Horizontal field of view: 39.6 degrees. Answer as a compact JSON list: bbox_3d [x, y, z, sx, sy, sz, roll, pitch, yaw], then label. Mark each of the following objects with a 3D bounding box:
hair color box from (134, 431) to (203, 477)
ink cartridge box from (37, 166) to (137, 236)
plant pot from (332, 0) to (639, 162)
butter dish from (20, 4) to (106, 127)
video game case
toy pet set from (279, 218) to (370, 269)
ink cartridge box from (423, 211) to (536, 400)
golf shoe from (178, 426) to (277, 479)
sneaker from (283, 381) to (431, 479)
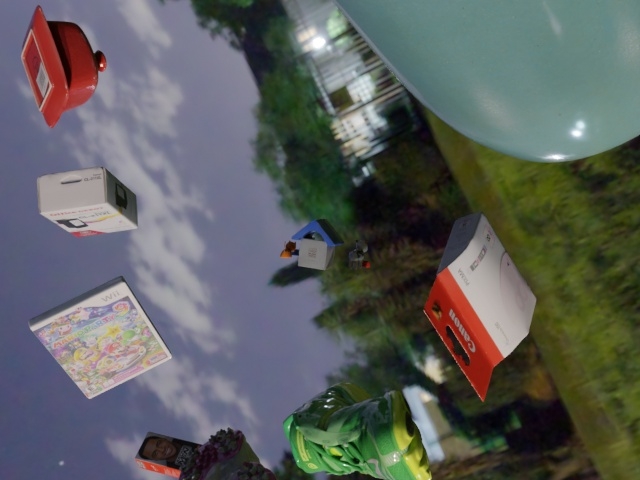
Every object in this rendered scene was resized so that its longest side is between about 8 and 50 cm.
[{"bbox_3d":[-0.319,0.466,1.913,0.043,0.141,0.072,77,-152,-47],"label":"hair color box"},{"bbox_3d":[-0.426,-0.068,1.637,0.175,0.127,0.072,61,-159,-75],"label":"ink cartridge box"},{"bbox_3d":[0.169,-0.204,0.691,0.235,0.293,0.293,51,-163,-33],"label":"plant pot"},{"bbox_3d":[-0.406,-0.284,1.443,0.160,0.118,0.160,-31,76,58],"label":"butter dish"},{"bbox_3d":[-0.192,0.089,0.791,0.011,0.087,0.122,58,172,41],"label":"video game case"},{"bbox_3d":[0.000,0.000,1.216,0.114,0.122,0.065,-10,-73,-69],"label":"toy pet set"},{"bbox_3d":[0.247,0.094,1.341,0.189,0.066,0.232,55,-148,-20],"label":"ink cartridge box"},{"bbox_3d":[-0.105,0.349,1.187,0.140,0.115,0.306,56,169,-15],"label":"golf shoe"},{"bbox_3d":[0.035,0.232,1.011,0.109,0.123,0.295,69,162,-1],"label":"sneaker"}]
